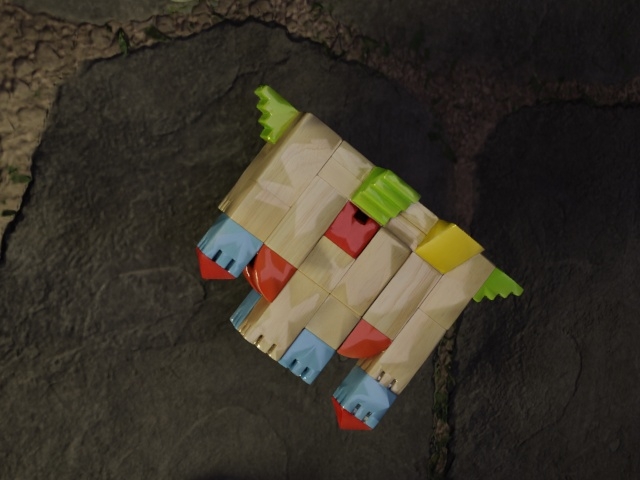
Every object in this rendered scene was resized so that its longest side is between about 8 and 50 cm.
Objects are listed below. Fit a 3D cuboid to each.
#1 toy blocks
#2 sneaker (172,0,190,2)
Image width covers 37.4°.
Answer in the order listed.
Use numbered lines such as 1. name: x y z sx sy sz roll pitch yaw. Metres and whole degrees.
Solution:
1. toy blocks: 0.007 0.041 1.095 0.381 0.191 0.261 38 88 -17
2. sneaker: -0.090 -0.369 1.053 0.228 0.087 0.130 -30 120 -15
